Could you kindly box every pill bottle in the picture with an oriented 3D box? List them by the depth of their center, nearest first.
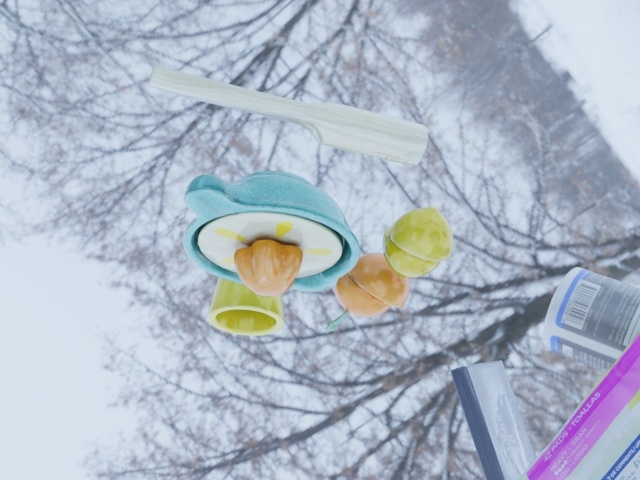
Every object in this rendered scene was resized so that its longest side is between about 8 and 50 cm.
[{"bbox_3d":[0.265,0.080,0.693,0.137,0.078,0.078,22,-177,30],"label":"pill bottle"}]

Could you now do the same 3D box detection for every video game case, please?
[{"bbox_3d":[0.237,0.255,1.072,0.274,0.026,0.196,19,-128,-69],"label":"video game case"}]

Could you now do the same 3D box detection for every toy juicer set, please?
[{"bbox_3d":[0.000,0.000,0.630,0.329,0.209,0.089,86,-174,-62],"label":"toy juicer set"}]

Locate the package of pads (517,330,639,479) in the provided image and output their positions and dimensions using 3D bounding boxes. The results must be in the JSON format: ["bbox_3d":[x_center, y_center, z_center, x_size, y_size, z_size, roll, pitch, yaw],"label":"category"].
[{"bbox_3d":[0.294,0.170,0.576,0.296,0.229,0.101,27,-166,-31],"label":"package of pads"}]
